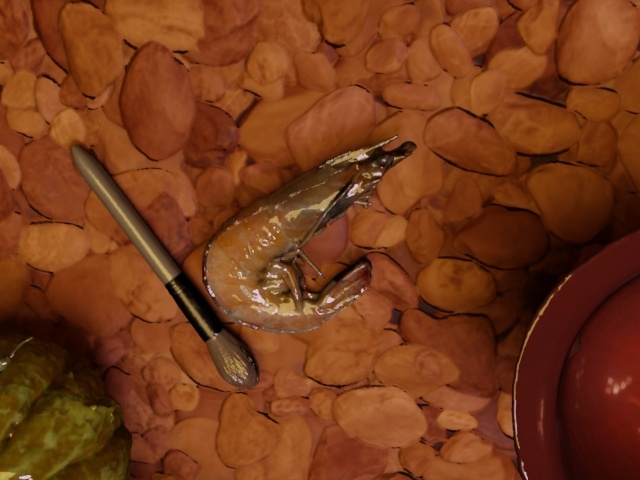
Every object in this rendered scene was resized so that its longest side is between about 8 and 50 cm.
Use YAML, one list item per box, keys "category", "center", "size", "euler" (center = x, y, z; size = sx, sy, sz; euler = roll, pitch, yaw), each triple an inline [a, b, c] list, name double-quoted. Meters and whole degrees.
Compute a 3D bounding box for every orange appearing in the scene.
- category: "orange"
  center: [-0.313, 0.229, 0.622]
  size: [0.300, 0.223, 0.301]
  euler: [-31, 96, -4]

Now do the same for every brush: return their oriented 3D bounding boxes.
- category: "brush"
  center: [-0.152, 0.027, 0.659]
  size: [0.039, 0.042, 0.299]
  euler: [-35, 97, -8]

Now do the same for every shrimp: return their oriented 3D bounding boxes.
- category: "shrimp"
  center: [0.000, -0.001, 0.639]
  size: [0.251, 0.052, 0.143]
  euler: [-35, 108, 19]

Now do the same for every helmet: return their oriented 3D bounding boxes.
- category: "helmet"
  center: [0.345, 0.145, 0.546]
  size: [0.384, 0.230, 0.338]
  euler: [20, 95, 13]
